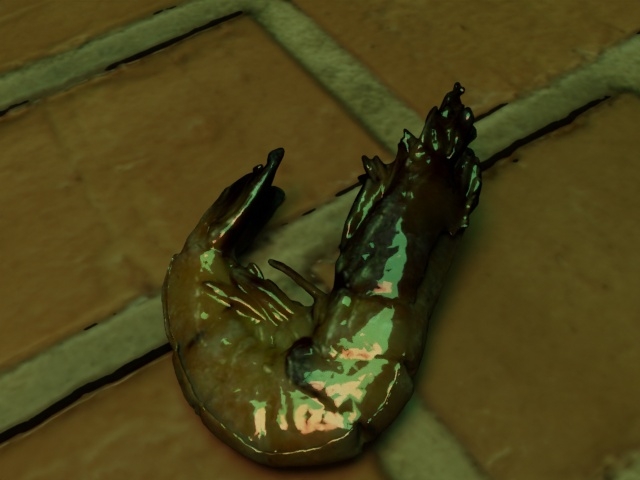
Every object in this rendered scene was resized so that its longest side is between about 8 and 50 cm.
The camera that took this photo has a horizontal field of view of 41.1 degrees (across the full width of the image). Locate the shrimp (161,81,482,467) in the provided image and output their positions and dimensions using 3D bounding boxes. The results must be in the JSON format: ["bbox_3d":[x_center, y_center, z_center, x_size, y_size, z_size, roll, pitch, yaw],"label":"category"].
[{"bbox_3d":[0.001,0.005,0.554,0.178,0.075,0.289,16,67,17],"label":"shrimp"}]
